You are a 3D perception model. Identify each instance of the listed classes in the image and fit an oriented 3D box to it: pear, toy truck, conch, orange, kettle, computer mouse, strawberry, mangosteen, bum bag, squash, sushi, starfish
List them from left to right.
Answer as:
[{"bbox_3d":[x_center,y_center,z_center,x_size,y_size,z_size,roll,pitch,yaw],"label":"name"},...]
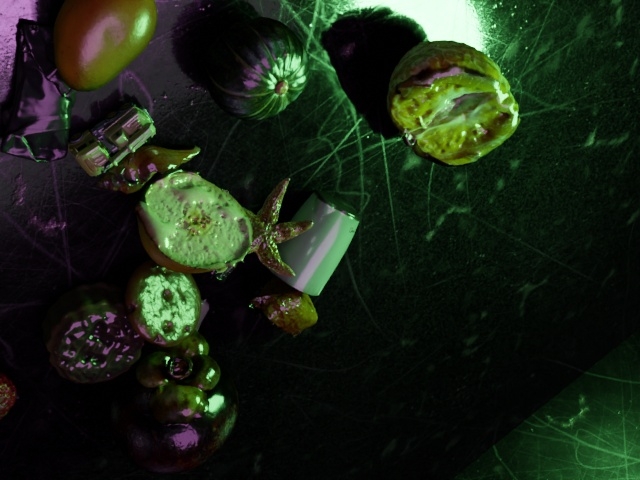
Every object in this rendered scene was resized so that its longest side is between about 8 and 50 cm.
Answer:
[{"bbox_3d":[-0.740,0.350,1.512,0.145,0.086,0.145,-18,128,-24],"label":"strawberry"},{"bbox_3d":[-0.501,-0.261,1.250,0.123,0.060,0.248,5,116,-33],"label":"bum bag"},{"bbox_3d":[-0.399,-0.193,1.343,0.169,0.100,0.077,-35,133,-10],"label":"toy truck"},{"bbox_3d":[-0.354,-0.160,1.415,0.233,0.086,0.080,-33,113,-19],"label":"conch"},{"bbox_3d":[-0.353,0.393,1.667,0.330,0.330,0.329,-19,130,-24],"label":"mangosteen"},{"bbox_3d":[-0.298,-0.005,1.506,0.267,0.266,0.178,2,145,-36],"label":"pear"},{"bbox_3d":[-0.319,0.188,1.729,0.056,0.032,0.110,27,95,-45],"label":"computer mouse"},{"bbox_3d":[-0.237,0.042,1.660,0.083,0.056,0.084,-39,136,-4],"label":"sushi"},{"bbox_3d":[-0.126,-0.341,1.376,0.218,0.172,0.218,-23,131,-29],"label":"squash"},{"bbox_3d":[-0.133,-0.015,1.617,0.236,0.062,0.277,37,84,-3],"label":"starfish"},{"bbox_3d":[-0.099,0.168,1.802,0.140,0.149,0.287,-25,162,4],"label":"sushi"},{"bbox_3d":[0.000,0.000,1.740,0.236,0.161,0.221,-59,152,9],"label":"kettle"},{"bbox_3d":[0.312,-0.344,1.644,0.271,0.210,0.369,-17,141,28],"label":"orange"}]

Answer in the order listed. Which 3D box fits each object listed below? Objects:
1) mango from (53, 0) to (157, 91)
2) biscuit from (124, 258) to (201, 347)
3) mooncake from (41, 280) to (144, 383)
[{"bbox_3d":[-0.381,-0.366,1.201,0.221,0.120,0.151,-50,135,-11],"label":"mango"},{"bbox_3d":[-0.352,0.139,1.573,0.036,0.212,0.212,-17,151,38],"label":"biscuit"},{"bbox_3d":[-0.504,0.212,1.551,0.228,0.124,0.228,-18,128,-23],"label":"mooncake"}]
